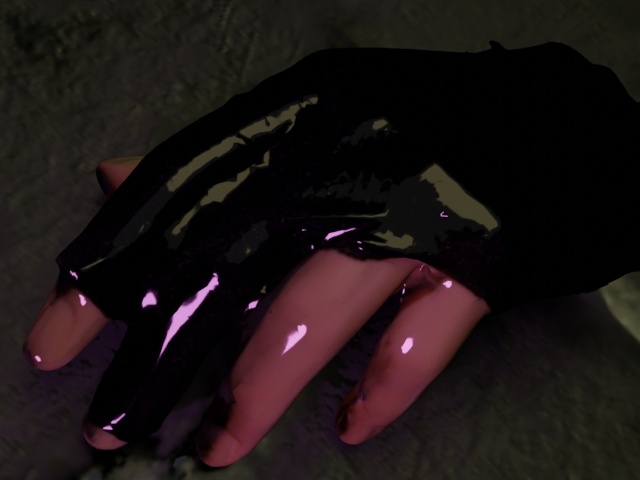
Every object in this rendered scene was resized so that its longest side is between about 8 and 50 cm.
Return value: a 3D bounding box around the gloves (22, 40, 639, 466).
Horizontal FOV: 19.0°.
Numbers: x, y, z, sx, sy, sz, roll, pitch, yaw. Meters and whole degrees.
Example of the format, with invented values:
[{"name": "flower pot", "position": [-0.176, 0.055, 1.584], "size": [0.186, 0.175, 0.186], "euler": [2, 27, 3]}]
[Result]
[{"name": "gloves", "position": [0.003, -0.007, 0.888], "size": [0.301, 0.152, 0.197], "euler": [-34, 45, -13]}]
